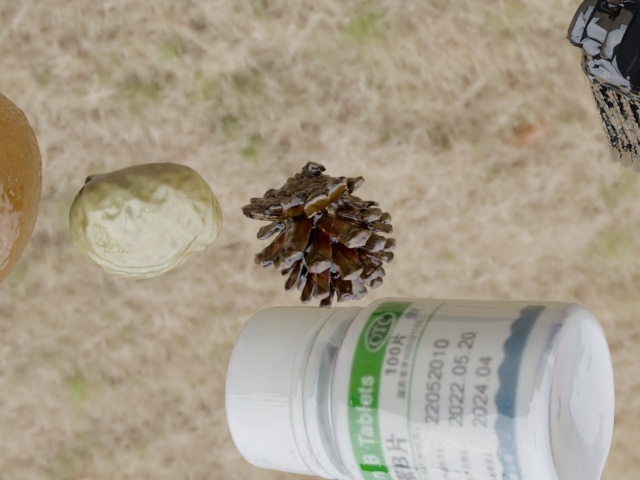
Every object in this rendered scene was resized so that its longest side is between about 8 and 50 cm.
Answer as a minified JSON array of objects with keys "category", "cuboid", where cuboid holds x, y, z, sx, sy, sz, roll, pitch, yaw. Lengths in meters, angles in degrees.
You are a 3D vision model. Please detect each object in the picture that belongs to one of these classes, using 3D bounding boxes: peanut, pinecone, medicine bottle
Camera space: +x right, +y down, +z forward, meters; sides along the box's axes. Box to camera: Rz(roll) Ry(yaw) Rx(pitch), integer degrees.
[{"category":"peanut","cuboid":[-0.179,-0.021,1.540,0.159,0.109,0.140,-7,166,-19]},{"category":"pinecone","cuboid":[0.001,-0.004,1.821,0.195,0.150,0.179,42,155,-29]},{"category":"medicine bottle","cuboid":[0.063,0.104,0.993,0.237,0.139,0.139,1,157,29]}]

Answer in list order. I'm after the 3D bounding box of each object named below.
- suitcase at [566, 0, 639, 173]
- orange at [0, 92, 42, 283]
[{"category":"suitcase","cuboid":[0.265,-0.082,0.753,0.152,0.229,0.335,-62,166,2]},{"category":"orange","cuboid":[-0.494,-0.053,1.696,0.322,0.322,0.357,-40,170,29]}]
